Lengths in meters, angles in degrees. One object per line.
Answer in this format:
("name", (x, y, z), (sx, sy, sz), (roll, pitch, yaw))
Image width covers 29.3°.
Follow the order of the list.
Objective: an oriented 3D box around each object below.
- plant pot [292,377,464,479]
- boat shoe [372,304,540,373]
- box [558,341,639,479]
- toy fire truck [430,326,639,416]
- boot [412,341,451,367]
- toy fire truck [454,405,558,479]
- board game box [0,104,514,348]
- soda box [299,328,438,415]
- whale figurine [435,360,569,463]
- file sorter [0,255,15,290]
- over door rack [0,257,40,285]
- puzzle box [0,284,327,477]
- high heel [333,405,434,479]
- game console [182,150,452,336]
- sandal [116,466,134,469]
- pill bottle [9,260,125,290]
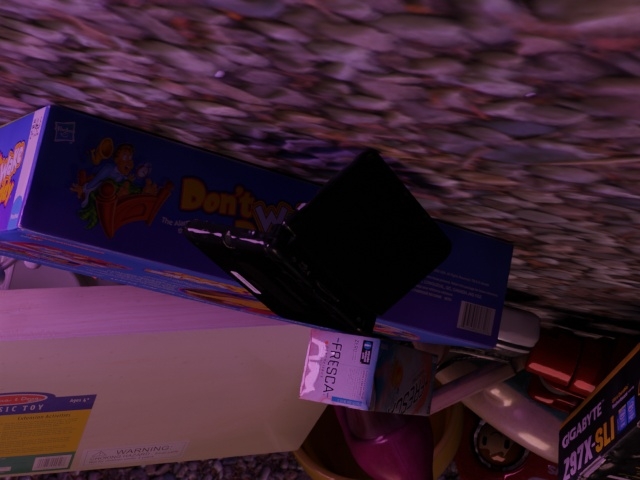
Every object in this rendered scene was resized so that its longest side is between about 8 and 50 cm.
("plant pot", (0.083, 0.270, 1.759), (0.254, 0.254, 0.239), (10, 153, 15))
("boat shoe", (0.081, 0.104, 1.256), (0.121, 0.119, 0.335), (18, 170, -40))
("box", (0.401, 0.170, 1.041), (0.322, 0.079, 0.257), (12, 148, -6))
("toy fire truck", (0.243, 0.147, 1.272), (0.246, 0.158, 0.217), (19, 174, 7))
("boot", (0.086, 0.072, 1.118), (0.087, 0.118, 0.042), (32, -145, -4))
("toy fire truck", (0.323, 0.293, 1.781), (0.302, 0.253, 0.169), (9, 172, 19))
("board game box", (-0.072, 0.001, 0.883), (0.347, 0.078, 0.233), (15, 171, -28))
("soda box", (0.045, 0.114, 1.028), (0.063, 0.058, 0.183), (7, 174, 21))
("whale figurine", (0.229, 0.154, 1.494), (0.272, 0.141, 0.216), (35, 178, 15))
("file sorter", (-0.281, 0.072, 1.383), (0.193, 0.173, 0.278), (14, 172, -19))
("over door rack", (-0.339, -0.024, 1.008), (0.324, 0.108, 0.239), (17, 170, -32))
("puzzle box", (-0.175, 0.129, 1.116), (0.409, 0.052, 0.272), (-1, 147, -23))
("high heel", (0.069, 0.200, 1.513), (0.127, 0.181, 0.377), (-22, -174, 7))
("game console", (0.000, 0.000, 0.718), (0.107, 0.071, 0.122), (10, 157, 35))
("sandal", (-0.264, 0.191, 1.354), (0.219, 0.090, 0.060), (15, 152, 17))
("pill bottle", (-0.333, 0.118, 1.740), (0.188, 0.187, 0.334), (10, 172, 16))
